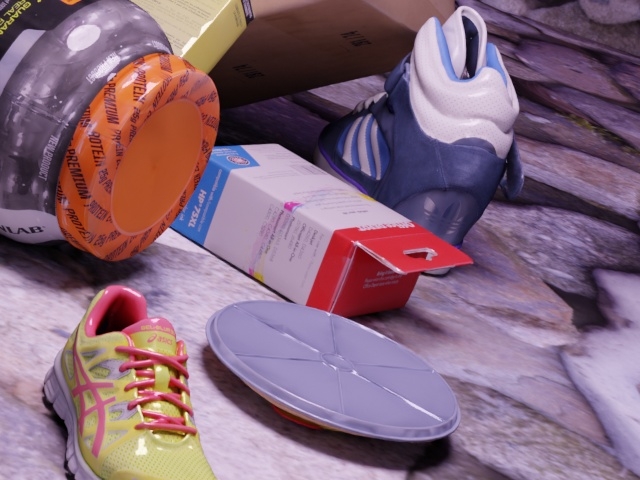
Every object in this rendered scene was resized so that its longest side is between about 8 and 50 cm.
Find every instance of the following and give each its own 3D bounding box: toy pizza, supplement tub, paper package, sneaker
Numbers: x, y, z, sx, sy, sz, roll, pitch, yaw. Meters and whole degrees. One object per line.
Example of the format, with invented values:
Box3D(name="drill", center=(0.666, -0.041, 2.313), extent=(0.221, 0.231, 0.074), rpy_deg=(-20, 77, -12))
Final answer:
Box3D(name="toy pizza", center=(0.007, 0.103, 1.392), extent=(0.201, 0.032, 0.201), rpy_deg=(19, 18, -6))
Box3D(name="supplement tub", center=(-0.260, -0.130, 1.472), extent=(0.338, 0.207, 0.207), rpy_deg=(29, 18, 22))
Box3D(name="paper package", center=(-0.052, -0.258, 1.861), extent=(0.309, 0.168, 0.325), rpy_deg=(-11, -10, 21))
Box3D(name="sneaker", center=(-0.113, 0.097, 1.157), extent=(0.081, 0.094, 0.208), rpy_deg=(12, 21, -34))
Box3D(name="sneaker", center=(0.105, -0.128, 1.864), extent=(0.130, 0.236, 0.323), rpy_deg=(16, 18, -19))

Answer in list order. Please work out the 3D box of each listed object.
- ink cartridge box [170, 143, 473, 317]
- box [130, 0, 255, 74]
Box3D(name="ink cartridge box", center=(0.000, 0.000, 1.615), extent=(0.231, 0.078, 0.134), rpy_deg=(31, 20, 28))
Box3D(name="box", center=(-0.159, -0.144, 1.631), extent=(0.087, 0.232, 0.058), rpy_deg=(28, -23, 22))
